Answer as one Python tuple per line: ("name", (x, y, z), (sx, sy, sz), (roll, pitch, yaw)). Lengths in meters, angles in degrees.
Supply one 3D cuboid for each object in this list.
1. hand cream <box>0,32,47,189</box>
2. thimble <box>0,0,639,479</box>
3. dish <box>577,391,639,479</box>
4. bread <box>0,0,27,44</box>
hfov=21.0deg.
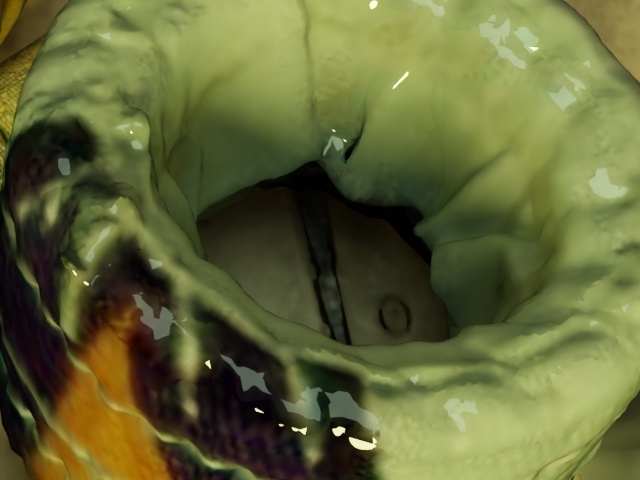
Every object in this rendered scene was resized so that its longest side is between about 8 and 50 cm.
("hand cream", (-0.150, -0.013, 0.630), (0.084, 0.084, 0.203), (40, 59, 12))
("thimble", (0.000, 0.000, 0.587), (0.237, 0.150, 0.237), (6, 54, -9))
("dish", (0.163, 0.076, 0.639), (0.137, 0.039, 0.091), (-31, 72, -18))
("bread", (-0.150, -0.056, 0.556), (0.077, 0.084, 0.367), (31, 27, -12))
